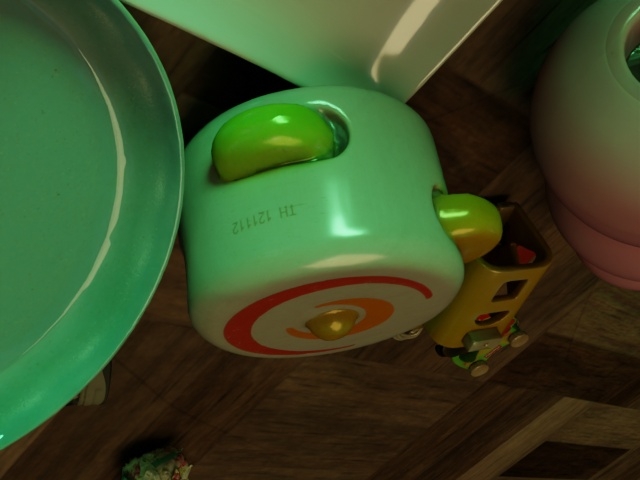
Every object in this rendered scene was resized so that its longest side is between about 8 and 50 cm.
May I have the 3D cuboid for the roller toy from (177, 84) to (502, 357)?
[{"bbox_3d":[0.000,0.000,0.591,0.209,0.146,0.191,6,151,-33],"label":"roller toy"}]

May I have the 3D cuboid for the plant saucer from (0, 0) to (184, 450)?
[{"bbox_3d":[-0.214,-0.009,0.431,0.317,0.043,0.318,-25,130,-33],"label":"plant saucer"}]

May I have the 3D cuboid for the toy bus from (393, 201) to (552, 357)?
[{"bbox_3d":[0.140,0.057,0.821,0.191,0.104,0.202,-34,143,10],"label":"toy bus"}]

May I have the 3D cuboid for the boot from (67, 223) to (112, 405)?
[{"bbox_3d":[-0.242,0.055,0.598,0.178,0.085,0.236,-7,139,-20],"label":"boot"}]

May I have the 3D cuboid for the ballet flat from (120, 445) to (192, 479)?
[{"bbox_3d":[-0.181,0.311,0.960,0.077,0.091,0.241,-32,155,-33],"label":"ballet flat"}]

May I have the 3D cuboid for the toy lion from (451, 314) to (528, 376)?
[{"bbox_3d":[0.190,0.111,0.986,0.100,0.034,0.096,-43,134,22],"label":"toy lion"}]

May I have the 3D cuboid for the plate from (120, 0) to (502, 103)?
[{"bbox_3d":[0.032,-0.213,0.469,0.277,0.045,0.278,17,126,-45],"label":"plate"}]

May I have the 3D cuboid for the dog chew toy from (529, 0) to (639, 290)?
[{"bbox_3d":[0.278,-0.058,0.695,0.206,0.207,0.332,-27,152,0],"label":"dog chew toy"}]
